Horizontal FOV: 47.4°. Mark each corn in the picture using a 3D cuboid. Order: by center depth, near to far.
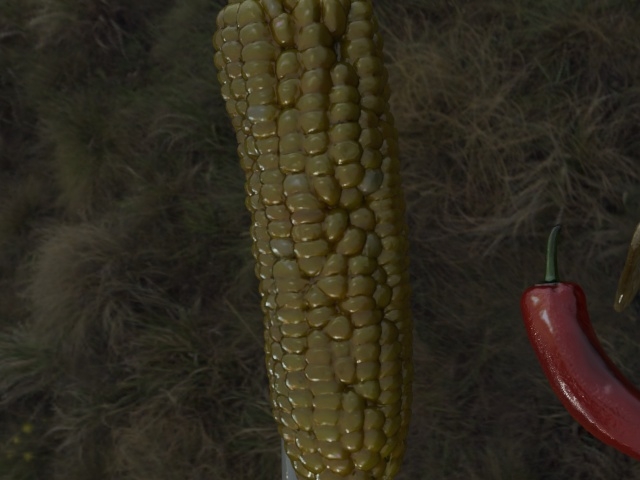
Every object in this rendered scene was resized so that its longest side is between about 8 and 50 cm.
[{"bbox_3d":[0.005,-0.001,0.429,0.101,0.102,0.313,-6,96,28],"label":"corn"}]

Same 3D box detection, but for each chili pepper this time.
[{"bbox_3d":[0.340,0.153,0.851,0.137,0.092,0.368,-37,58,7],"label":"chili pepper"}]

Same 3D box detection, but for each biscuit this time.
[{"bbox_3d":[0.391,0.028,0.901,0.018,0.147,0.071,28,47,33],"label":"biscuit"}]

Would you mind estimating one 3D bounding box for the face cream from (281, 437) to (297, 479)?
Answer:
[{"bbox_3d":[0.011,0.261,0.781,0.143,0.089,0.314,-15,42,3],"label":"face cream"}]
